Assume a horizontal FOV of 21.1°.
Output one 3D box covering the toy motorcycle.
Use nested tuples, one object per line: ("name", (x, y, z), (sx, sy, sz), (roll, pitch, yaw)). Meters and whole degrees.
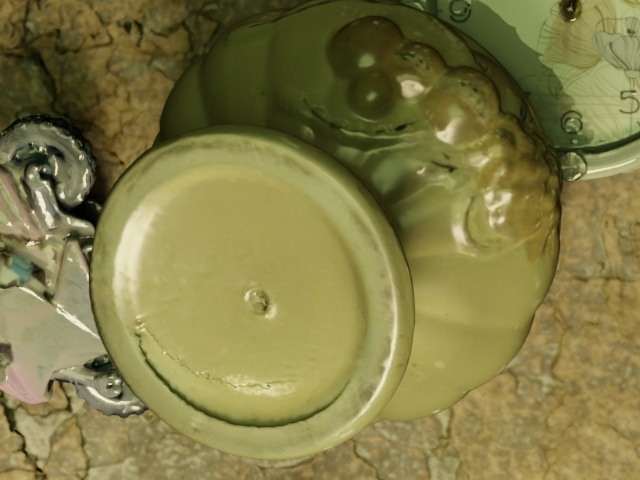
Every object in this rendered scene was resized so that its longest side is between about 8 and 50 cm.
("toy motorcycle", (-0.236, 0.034, 1.280), (0.204, 0.108, 0.239), (-11, 96, 14))

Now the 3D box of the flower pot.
("flower pot", (0.000, 0.000, 1.126), (0.307, 0.244, 0.307), (8, 112, 20))

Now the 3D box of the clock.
("clock", (0.173, -0.159, 1.185), (0.236, 0.053, 0.236), (2, 100, 15))
